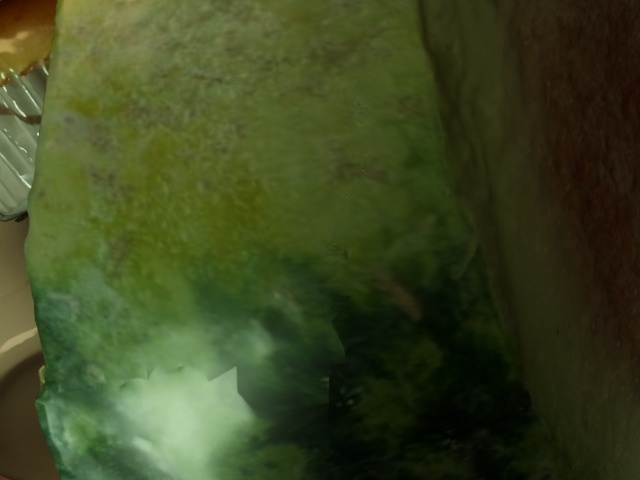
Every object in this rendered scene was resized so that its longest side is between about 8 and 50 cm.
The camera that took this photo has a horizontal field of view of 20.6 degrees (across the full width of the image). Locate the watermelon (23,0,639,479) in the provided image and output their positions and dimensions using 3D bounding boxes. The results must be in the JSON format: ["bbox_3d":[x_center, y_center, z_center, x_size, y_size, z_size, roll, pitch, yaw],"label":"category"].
[{"bbox_3d":[0.000,0.000,0.572,0.193,0.232,0.310,-2,105,38],"label":"watermelon"}]

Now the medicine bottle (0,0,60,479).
[{"bbox_3d":[-0.128,-0.018,0.751,0.095,0.095,0.260,-38,43,15],"label":"medicine bottle"}]

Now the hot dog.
[{"bbox_3d":[-0.073,-0.076,0.676,0.131,0.069,0.252,-28,8,25],"label":"hot dog"}]
